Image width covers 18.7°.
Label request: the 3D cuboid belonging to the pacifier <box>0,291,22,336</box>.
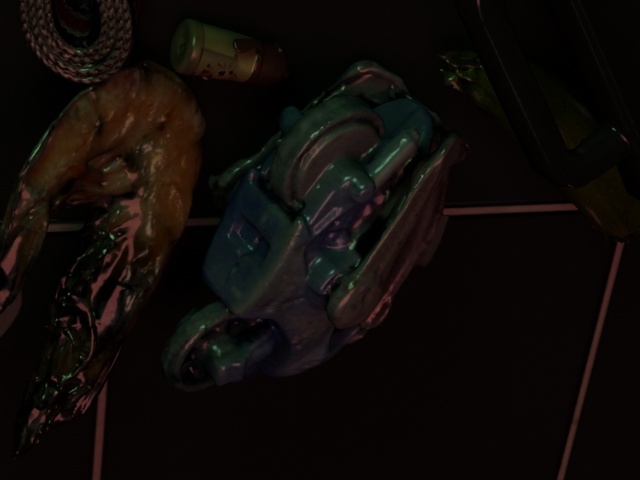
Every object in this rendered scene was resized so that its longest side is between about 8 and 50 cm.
[{"bbox_3d":[-0.386,0.157,1.628,0.343,0.269,0.288,-35,162,9],"label":"pacifier"}]

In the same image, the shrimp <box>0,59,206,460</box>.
[{"bbox_3d":[-0.211,0.018,1.631,0.233,0.071,0.365,14,103,-60],"label":"shrimp"}]

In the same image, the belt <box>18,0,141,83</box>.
[{"bbox_3d":[-0.207,-0.287,1.471,0.126,0.094,0.359,-10,126,-4],"label":"belt"}]

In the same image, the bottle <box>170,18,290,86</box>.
[{"bbox_3d":[-0.072,-0.154,1.639,0.101,0.063,0.047,11,93,-27],"label":"bottle"}]

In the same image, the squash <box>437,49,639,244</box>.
[{"bbox_3d":[0.222,-0.089,1.764,0.318,0.080,0.071,41,71,-37],"label":"squash"}]

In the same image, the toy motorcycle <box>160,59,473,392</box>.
[{"bbox_3d":[0.012,0.015,1.703,0.241,0.182,0.319,19,117,-28],"label":"toy motorcycle"}]

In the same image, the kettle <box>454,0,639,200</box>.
[{"bbox_3d":[0.262,-0.194,1.625,0.262,0.203,0.308,-25,126,12],"label":"kettle"}]
